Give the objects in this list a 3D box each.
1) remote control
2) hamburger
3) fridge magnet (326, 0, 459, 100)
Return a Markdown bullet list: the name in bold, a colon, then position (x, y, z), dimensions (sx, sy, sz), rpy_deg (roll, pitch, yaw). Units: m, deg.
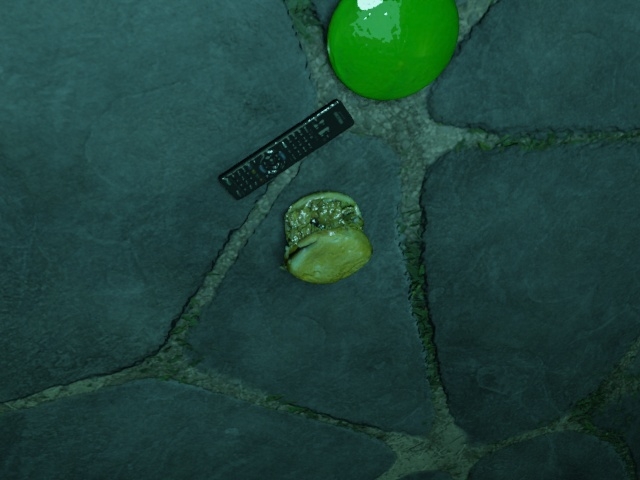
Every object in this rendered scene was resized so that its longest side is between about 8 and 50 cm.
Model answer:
- **remote control**: position (-0.058, -0.150, 1.201), dimensions (0.245, 0.025, 0.063), rpy_deg (-32, 130, 8)
- **hamburger**: position (0.000, 0.000, 1.274), dimensions (0.185, 0.131, 0.159), rpy_deg (-35, 137, 19)
- **fridge magnet**: position (0.109, -0.310, 1.088), dimensions (0.208, 0.088, 0.208), rpy_deg (-8, 129, -10)
